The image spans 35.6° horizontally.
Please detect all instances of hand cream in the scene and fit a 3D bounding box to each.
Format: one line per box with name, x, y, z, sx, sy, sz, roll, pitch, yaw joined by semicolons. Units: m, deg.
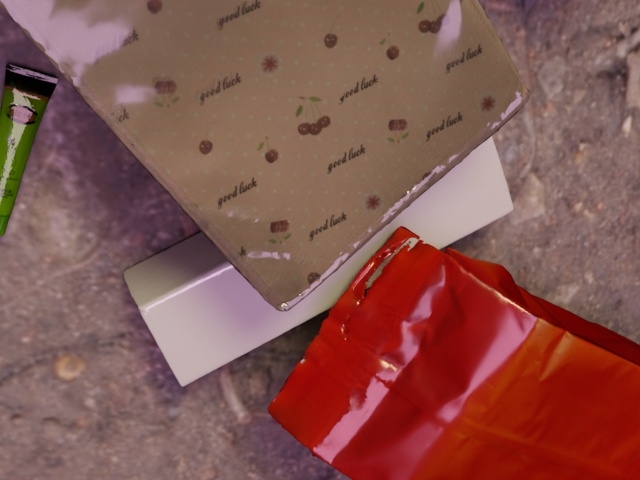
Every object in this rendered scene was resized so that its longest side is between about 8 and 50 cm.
hand cream;-0.220;-0.063;0.709;0.036;0.023;0.122;15;101;-21

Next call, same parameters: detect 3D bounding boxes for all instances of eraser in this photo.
eraser;0.000;0.001;0.786;0.298;0.076;0.078;-27;118;-8

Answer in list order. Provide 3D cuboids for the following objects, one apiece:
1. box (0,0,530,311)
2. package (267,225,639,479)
box;-0.052;-0.154;0.643;0.225;0.190;0.297;-41;120;-2
package;0.170;0.143;0.840;0.423;0.123;0.196;26;101;-40
